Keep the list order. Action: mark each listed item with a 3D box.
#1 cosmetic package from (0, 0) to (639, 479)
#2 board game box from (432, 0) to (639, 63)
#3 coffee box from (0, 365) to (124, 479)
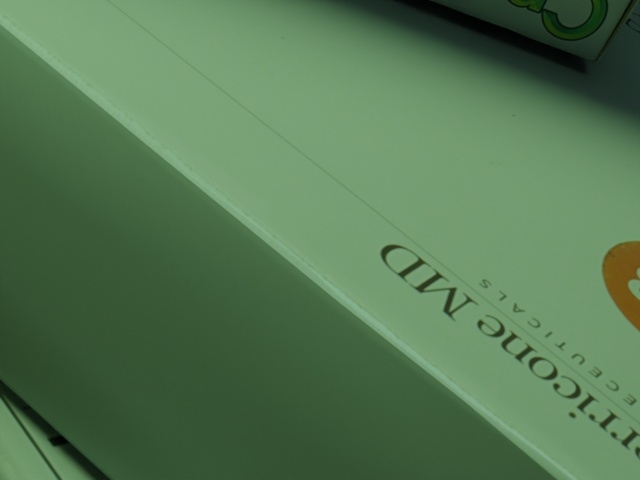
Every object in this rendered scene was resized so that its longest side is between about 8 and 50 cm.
[{"bbox_3d":[-0.002,-0.049,0.522,0.377,0.097,0.284,39,36,18],"label":"cosmetic package"},{"bbox_3d":[-0.051,-0.169,0.517,0.305,0.053,0.193,19,34,-10],"label":"board game box"},{"bbox_3d":[-0.075,0.104,0.658,0.338,0.338,0.334,-9,47,-45],"label":"coffee box"}]
